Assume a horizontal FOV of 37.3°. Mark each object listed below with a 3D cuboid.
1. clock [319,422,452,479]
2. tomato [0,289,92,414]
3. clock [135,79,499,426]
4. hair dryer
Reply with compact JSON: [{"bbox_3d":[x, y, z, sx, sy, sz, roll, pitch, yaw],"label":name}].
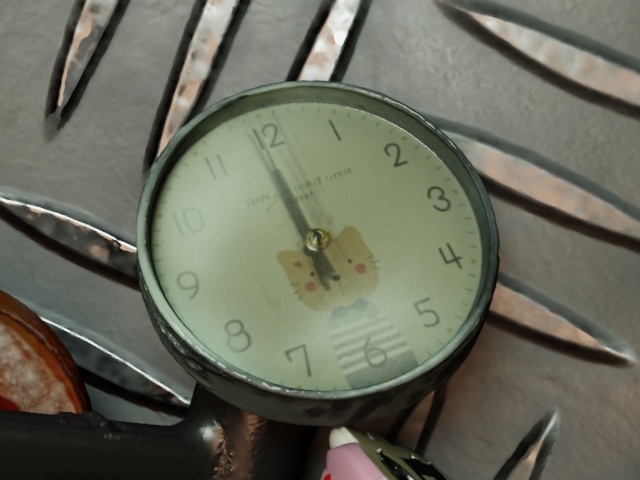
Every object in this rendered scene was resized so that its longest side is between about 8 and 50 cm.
[{"bbox_3d":[0.007,0.223,0.593,0.195,0.194,0.100,-49,60,0],"label":"clock"},{"bbox_3d":[-0.312,0.136,0.634,0.338,0.143,0.338,-5,113,-11],"label":"tomato"},{"bbox_3d":[0.000,0.000,0.581,0.226,0.049,0.226,3,62,-6],"label":"clock"},{"bbox_3d":[-0.110,0.127,0.588,0.089,0.251,0.197,25,100,47],"label":"hair dryer"}]
